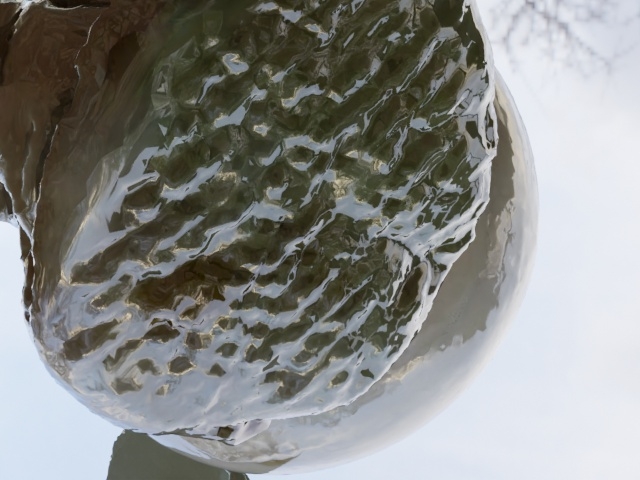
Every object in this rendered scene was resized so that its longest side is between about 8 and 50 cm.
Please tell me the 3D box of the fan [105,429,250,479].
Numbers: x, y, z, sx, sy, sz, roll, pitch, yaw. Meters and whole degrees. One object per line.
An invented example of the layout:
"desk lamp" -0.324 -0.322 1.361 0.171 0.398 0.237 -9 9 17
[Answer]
"fan" -0.027 0.181 0.678 0.010 0.182 0.310 0 -174 -38

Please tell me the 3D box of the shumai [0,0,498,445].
"shumai" -0.040 -0.033 0.490 0.201 0.201 0.120 -28 -141 -27

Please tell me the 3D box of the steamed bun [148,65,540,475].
"steamed bun" 0.000 0.000 0.676 0.231 0.145 0.232 -16 -119 31
